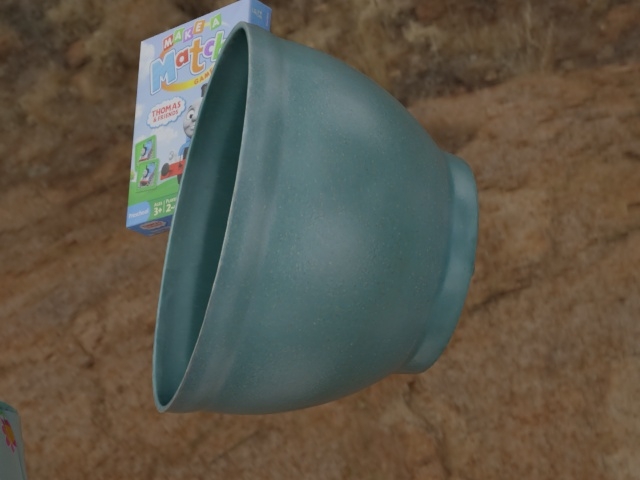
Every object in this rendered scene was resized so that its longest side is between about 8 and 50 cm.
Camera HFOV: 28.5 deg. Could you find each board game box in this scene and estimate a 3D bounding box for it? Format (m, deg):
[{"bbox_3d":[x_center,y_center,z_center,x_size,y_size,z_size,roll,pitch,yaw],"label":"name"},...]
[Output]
[{"bbox_3d":[-0.122,-0.122,1.268,0.160,0.039,0.211,-14,65,38],"label":"board game box"}]

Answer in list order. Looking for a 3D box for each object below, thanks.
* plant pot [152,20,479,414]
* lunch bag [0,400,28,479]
[{"bbox_3d":[0.000,0.000,0.956,0.196,0.293,0.293,11,47,-14],"label":"plant pot"},{"bbox_3d":[-0.320,0.170,0.797,0.224,0.279,0.108,-17,77,6],"label":"lunch bag"}]
